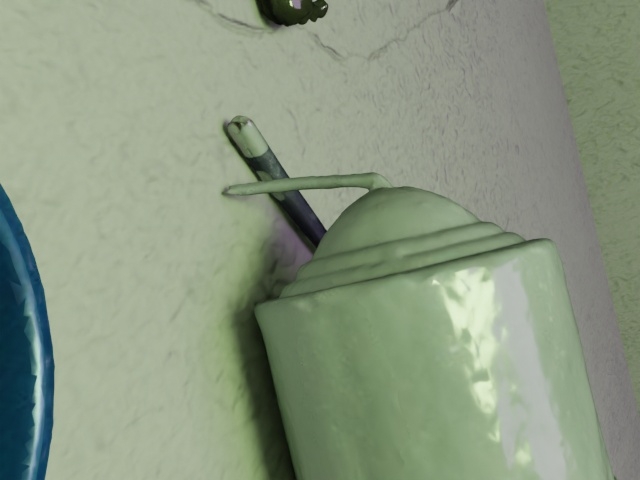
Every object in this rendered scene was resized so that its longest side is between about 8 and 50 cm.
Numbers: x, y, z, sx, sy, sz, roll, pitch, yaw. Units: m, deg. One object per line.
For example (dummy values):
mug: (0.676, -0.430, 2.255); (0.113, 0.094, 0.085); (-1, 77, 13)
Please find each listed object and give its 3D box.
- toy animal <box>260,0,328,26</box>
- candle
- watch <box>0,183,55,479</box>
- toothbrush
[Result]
toy animal: (-0.036, -0.239, 0.760); (0.065, 0.047, 0.135); (-35, 117, -56)
candle: (0.078, 0.108, 0.639); (0.221, 0.221, 0.342); (-12, 90, -67)
watch: (-0.156, 0.045, 0.241); (0.200, 0.171, 0.196); (57, 42, -62)
toothbrush: (0.000, 0.000, 0.761); (0.288, 0.024, 0.026); (54, 47, -45)
